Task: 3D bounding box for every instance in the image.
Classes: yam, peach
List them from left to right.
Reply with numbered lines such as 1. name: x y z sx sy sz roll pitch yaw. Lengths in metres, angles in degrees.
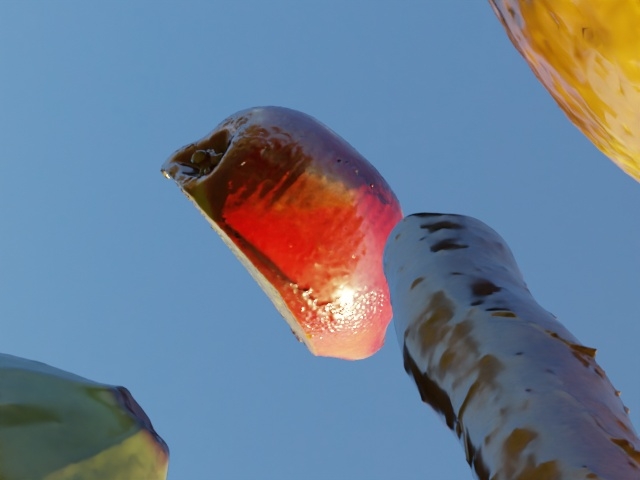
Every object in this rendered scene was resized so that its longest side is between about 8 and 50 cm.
1. peach: 0.000 -0.001 1.504 0.158 0.154 0.267 -36 -74 -1
2. yam: 0.061 0.047 0.498 0.241 0.056 0.057 -114 -140 -67

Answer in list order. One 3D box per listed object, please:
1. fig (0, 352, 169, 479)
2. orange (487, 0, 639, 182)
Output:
1. fig: -0.238 0.191 1.020 0.316 0.316 0.316 2 -87 39
2. orange: 0.129 -0.101 0.352 0.219 0.193 0.219 4 -66 10
